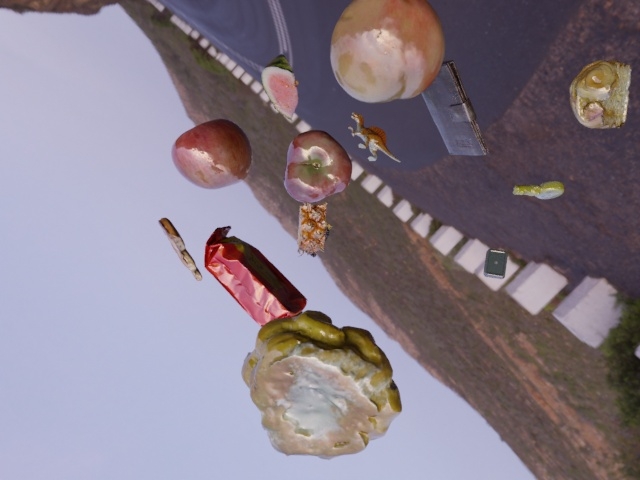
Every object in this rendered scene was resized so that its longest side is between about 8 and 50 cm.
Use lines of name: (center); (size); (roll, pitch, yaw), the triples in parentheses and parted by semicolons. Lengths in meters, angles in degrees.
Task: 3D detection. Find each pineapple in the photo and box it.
pineapple: (-0.027, -0.018, 1.457); (0.079, 0.135, 0.233); (2, 164, -5)

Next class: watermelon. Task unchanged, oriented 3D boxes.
watermelon: (-0.090, -0.383, 1.248); (0.119, 0.063, 0.245); (50, 167, 7)

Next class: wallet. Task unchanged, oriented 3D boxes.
wallet: (0.401, -0.399, 1.564); (0.169, 0.044, 0.317); (19, 146, 58)

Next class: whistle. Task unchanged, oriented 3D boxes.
whistle: (0.836, -0.198, 1.939); (0.104, 0.198, 0.057); (114, 156, -70)

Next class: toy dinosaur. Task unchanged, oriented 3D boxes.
toy dinosaur: (0.183, -0.342, 1.717); (0.212, 0.142, 0.057); (26, 147, -4)

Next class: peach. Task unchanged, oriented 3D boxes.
peach: (0.168, -0.482, 1.262); (0.292, 0.292, 0.247); (36, -129, -48)
peach: (-0.015, -0.151, 1.069); (0.152, 0.152, 0.152); (43, -172, -8)

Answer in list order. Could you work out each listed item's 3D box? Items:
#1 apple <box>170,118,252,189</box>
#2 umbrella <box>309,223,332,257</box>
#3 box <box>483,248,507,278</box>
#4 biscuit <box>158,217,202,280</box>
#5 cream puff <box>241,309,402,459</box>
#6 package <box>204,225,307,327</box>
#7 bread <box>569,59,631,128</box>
apple: (-0.433, -0.338, 2.066); (0.269, 0.344, 0.345); (62, -175, -10)
umbrella: (0.000, 0.000, 1.970); (0.037, 0.144, 0.040); (32, 174, -8)
box: (0.749, 0.098, 2.154); (0.091, 0.126, 0.031); (10, 166, 16)
biscuit: (-0.547, 0.029, 1.965); (0.154, 0.045, 0.299); (41, 157, 38)
cream puff: (0.003, 0.315, 1.174); (0.378, 0.378, 0.275); (44, -152, -6)
package: (-0.230, 0.131, 1.728); (0.423, 0.123, 0.196); (45, -164, 6)
bread: (0.556, -0.287, 0.996); (0.088, 0.128, 0.232); (20, -158, 37)
